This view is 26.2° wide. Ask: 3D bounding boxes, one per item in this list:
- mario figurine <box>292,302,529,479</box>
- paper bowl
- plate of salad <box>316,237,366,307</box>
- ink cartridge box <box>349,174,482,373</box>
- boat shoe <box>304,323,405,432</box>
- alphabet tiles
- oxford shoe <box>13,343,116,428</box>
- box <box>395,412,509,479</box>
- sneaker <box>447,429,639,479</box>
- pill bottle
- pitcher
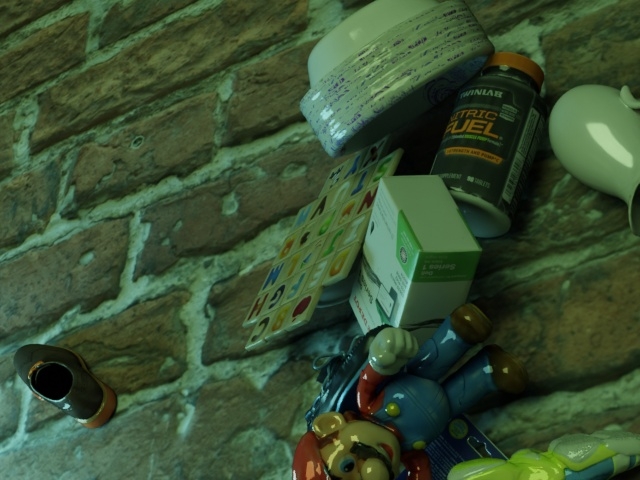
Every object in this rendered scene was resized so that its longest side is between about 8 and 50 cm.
[{"bbox_3d":[0.106,0.229,1.642,0.320,0.170,0.198,-41,70,-8],"label":"mario figurine"},{"bbox_3d":[0.097,-0.252,1.973,0.284,0.284,0.148,-34,83,18],"label":"paper bowl"},{"bbox_3d":[0.041,0.024,2.012,0.200,0.048,0.200,-25,37,21],"label":"plate of salad"},{"bbox_3d":[0.120,0.048,1.799,0.160,0.092,0.219,-115,30,-47],"label":"ink cartridge box"},{"bbox_3d":[0.026,0.188,1.776,0.089,0.109,0.258,57,136,30],"label":"boat shoe"},{"bbox_3d":[0.000,0.000,1.985,0.285,0.011,0.342,-29,30,54],"label":"alphabet tiles"},{"bbox_3d":[-0.439,0.217,2.251,0.271,0.098,0.097,20,75,47],"label":"oxford shoe"},{"bbox_3d":[0.140,0.334,1.704,0.225,0.036,0.136,-48,42,2],"label":"box"},{"bbox_3d":[0.273,0.299,1.597,0.240,0.091,0.126,-14,88,15],"label":"sneaker"},{"bbox_3d":[0.235,-0.138,1.897,0.130,0.130,0.246,1,61,42],"label":"pill bottle"},{"bbox_3d":[0.389,-0.132,1.742,0.207,0.125,0.178,55,134,45],"label":"pitcher"}]
